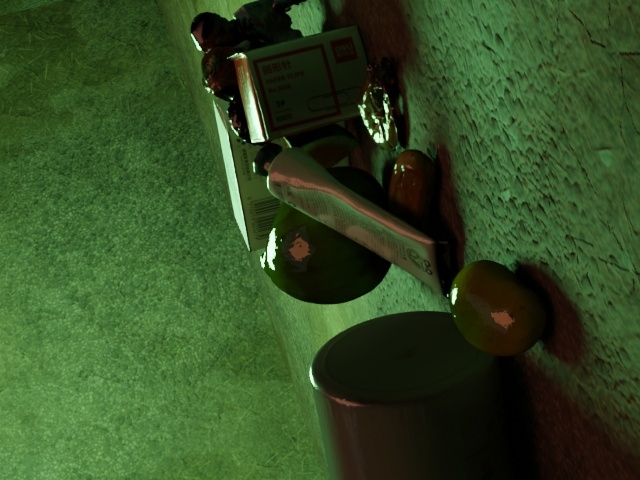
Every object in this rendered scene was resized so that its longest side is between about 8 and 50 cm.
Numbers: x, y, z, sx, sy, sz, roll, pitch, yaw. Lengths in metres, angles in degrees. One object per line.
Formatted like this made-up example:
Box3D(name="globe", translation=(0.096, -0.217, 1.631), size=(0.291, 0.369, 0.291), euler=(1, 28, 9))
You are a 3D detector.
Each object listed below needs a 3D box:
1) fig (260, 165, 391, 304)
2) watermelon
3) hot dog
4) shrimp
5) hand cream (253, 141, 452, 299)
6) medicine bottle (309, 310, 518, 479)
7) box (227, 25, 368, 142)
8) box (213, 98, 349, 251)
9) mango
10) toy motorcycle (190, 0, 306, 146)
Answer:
Box3D(name="fig", translation=(0.000, 0.000, 1.918), size=(0.203, 0.225, 0.203), euler=(32, -129, -50))
Box3D(name="watermelon", translation=(-0.002, -0.139, 1.983), size=(0.125, 0.135, 0.094), euler=(-141, 55, -71))
Box3D(name="hot dog", translation=(0.120, -0.053, 1.696), size=(0.066, 0.047, 0.216), euler=(30, 153, 19))
Box3D(name="shrimp", translation=(0.080, -0.183, 1.728), size=(0.180, 0.041, 0.099), euler=(93, 158, -61))
Box3D(name="hand cream", translation=(0.045, -0.035, 1.743), size=(0.336, 0.076, 0.121), euler=(33, 158, 29))
Box3D(name="medicine bottle", translation=(0.119, 0.237, 1.613), size=(0.238, 0.237, 0.232), euler=(-127, 25, -65))
Box3D(name="box", translation=(-0.023, -0.220, 1.831), size=(0.099, 0.182, 0.133), euler=(-176, 73, -75))
Box3D(name="box", translation=(-0.056, -0.128, 2.140), size=(0.111, 0.194, 0.260), euler=(-118, 16, -49))
Box3D(name="mango", translation=(0.194, 0.075, 1.413), size=(0.161, 0.076, 0.103), euler=(-163, 63, -69))
Box3D(name="toy motorcycle", translation=(-0.085, -0.307, 2.016), size=(0.207, 0.401, 0.134), euler=(44, 130, -9))
